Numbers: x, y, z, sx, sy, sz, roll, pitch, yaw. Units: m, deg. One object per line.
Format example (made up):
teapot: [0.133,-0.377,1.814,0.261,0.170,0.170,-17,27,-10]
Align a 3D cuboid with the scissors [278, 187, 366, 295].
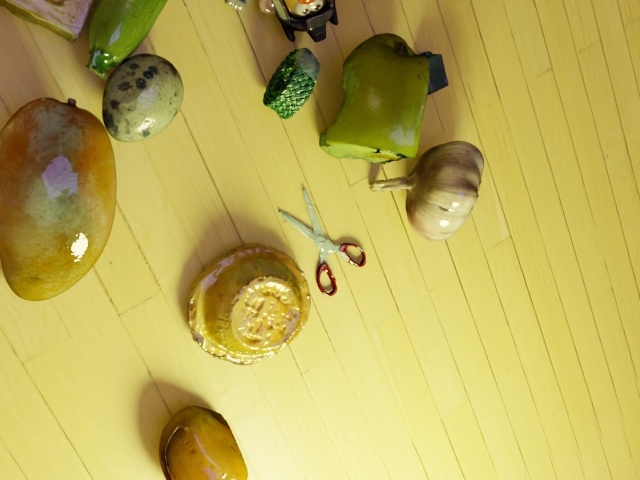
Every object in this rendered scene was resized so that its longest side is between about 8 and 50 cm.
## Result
scissors: [0.000,0.000,1.732,0.144,0.017,0.248,-44,114,-18]

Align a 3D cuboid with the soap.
soap: [-0.461,-0.537,1.342,0.199,0.091,0.315,26,85,-32]

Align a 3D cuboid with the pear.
pear: [0.116,-0.310,1.618,0.176,0.286,0.282,15,90,-12]

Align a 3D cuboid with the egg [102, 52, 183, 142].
egg: [-0.339,-0.266,1.423,0.141,0.141,0.182,38,76,-29]

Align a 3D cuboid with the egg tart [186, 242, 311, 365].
egg tart: [-0.142,0.144,1.619,0.288,0.118,0.288,-5,102,-25]

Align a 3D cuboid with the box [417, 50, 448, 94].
box: [0.260,-0.397,1.798,0.074,0.054,0.099,-26,110,-22]

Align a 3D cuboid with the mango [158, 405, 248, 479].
mango: [-0.250,0.458,1.590,0.166,0.136,0.236,-24,104,-22]

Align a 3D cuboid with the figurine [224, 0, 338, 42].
figurine: [-0.049,-0.551,1.531,0.308,0.308,0.143,49,33,-26]

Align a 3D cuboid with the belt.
belt: [-0.052,-0.327,1.590,0.079,0.121,0.151,30,78,-28]

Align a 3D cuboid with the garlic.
garlic: [0.240,-0.120,1.765,0.253,0.245,0.245,11,93,2]

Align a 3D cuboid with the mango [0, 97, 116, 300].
mango: [-0.481,-0.064,1.347,0.221,0.199,0.384,5,107,-38]

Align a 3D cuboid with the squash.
squash: [-0.331,-0.473,1.404,0.107,0.107,0.395,31,72,-30]
